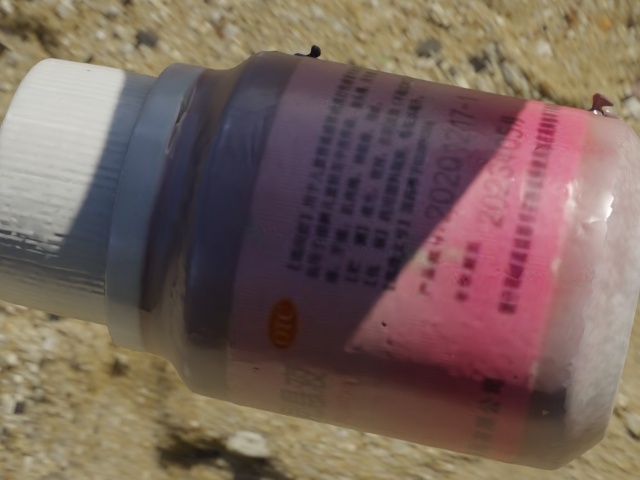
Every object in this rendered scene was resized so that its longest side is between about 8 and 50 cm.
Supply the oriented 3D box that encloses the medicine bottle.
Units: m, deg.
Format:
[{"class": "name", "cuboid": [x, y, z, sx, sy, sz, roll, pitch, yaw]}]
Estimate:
[{"class": "medicine bottle", "cuboid": [0.000, 0.000, 0.739, 0.247, 0.147, 0.147, 11, 82, 7]}]
